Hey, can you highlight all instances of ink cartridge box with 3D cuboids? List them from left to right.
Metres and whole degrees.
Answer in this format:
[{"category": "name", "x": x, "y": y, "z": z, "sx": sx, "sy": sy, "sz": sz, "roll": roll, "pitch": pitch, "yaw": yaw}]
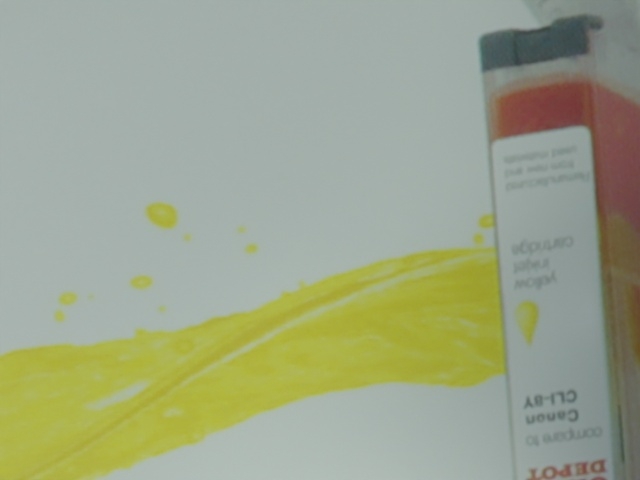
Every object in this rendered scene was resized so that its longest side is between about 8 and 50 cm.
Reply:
[{"category": "ink cartridge box", "x": 0.000, "y": 0.000, "z": 0.500, "sx": 0.279, "sy": 0.384, "sz": 0.160, "roll": -4, "pitch": -173, "yaw": 6}]
